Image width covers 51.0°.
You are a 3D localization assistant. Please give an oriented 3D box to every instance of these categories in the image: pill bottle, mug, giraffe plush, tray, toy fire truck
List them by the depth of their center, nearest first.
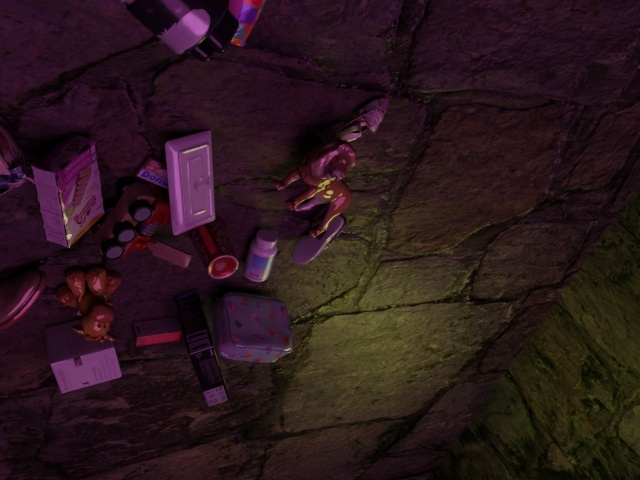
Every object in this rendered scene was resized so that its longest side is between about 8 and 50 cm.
[{"bbox_3d":[-0.336,-0.149,1.786,0.145,0.030,0.270,-26,130,-40],"label":"tray"},{"bbox_3d":[-0.461,-0.029,1.839,0.217,0.158,0.246,-49,147,19],"label":"toy fire truck"},{"bbox_3d":[-0.652,0.200,1.919,0.181,0.170,0.210,-3,132,-28],"label":"giraffe plush"},{"bbox_3d":[-0.319,0.017,1.934,0.113,0.169,0.150,-46,137,18],"label":"mug"},{"bbox_3d":[-0.186,0.046,2.103,0.087,0.087,0.160,-2,132,-29],"label":"pill bottle"}]

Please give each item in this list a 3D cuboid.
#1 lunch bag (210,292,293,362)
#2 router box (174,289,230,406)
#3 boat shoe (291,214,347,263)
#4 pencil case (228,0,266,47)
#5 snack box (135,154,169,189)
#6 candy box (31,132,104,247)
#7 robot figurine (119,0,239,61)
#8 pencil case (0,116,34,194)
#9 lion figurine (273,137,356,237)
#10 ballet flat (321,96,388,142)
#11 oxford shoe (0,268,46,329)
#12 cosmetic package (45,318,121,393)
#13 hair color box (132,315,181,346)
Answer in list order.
[{"bbox_3d":[-0.224,0.282,2.213,0.279,0.224,0.108,14,140,-43],"label":"lunch bag"},{"bbox_3d":[-0.381,0.350,2.169,0.081,0.243,0.308,-17,138,-11],"label":"router box"},{"bbox_3d":[0.000,0.000,2.173,0.219,0.077,0.070,-42,160,13],"label":"boat shoe"},{"bbox_3d":[-0.170,-0.553,1.515,0.104,0.104,0.236,12,122,-38],"label":"pencil case"},{"bbox_3d":[-0.405,-0.170,1.811,0.178,0.022,0.064,24,117,-43],"label":"snack box"},{"bbox_3d":[-0.609,-0.120,1.638,0.071,0.159,0.233,19,133,10],"label":"candy box"},{"bbox_3d":[-0.303,-0.508,1.403,0.209,0.173,0.278,-41,122,15],"label":"robot figurine"},{"bbox_3d":[-0.860,-0.116,1.494,0.410,0.160,0.183,-28,119,-4],"label":"pencil case"},{"bbox_3d":[0.016,-0.156,1.973,0.240,0.142,0.392,-32,161,3],"label":"lion figurine"},{"bbox_3d":[0.110,-0.327,1.914,0.222,0.079,0.077,-29,136,-2],"label":"ballet flat"},{"bbox_3d":[-0.897,0.172,1.790,0.348,0.123,0.130,-34,133,2],"label":"oxford shoe"},{"bbox_3d":[-0.716,0.339,2.033,0.184,0.151,0.151,-14,135,-17],"label":"cosmetic package"},{"bbox_3d":[-0.527,0.291,2.158,0.141,0.072,0.043,-4,132,-26],"label":"hair color box"}]
